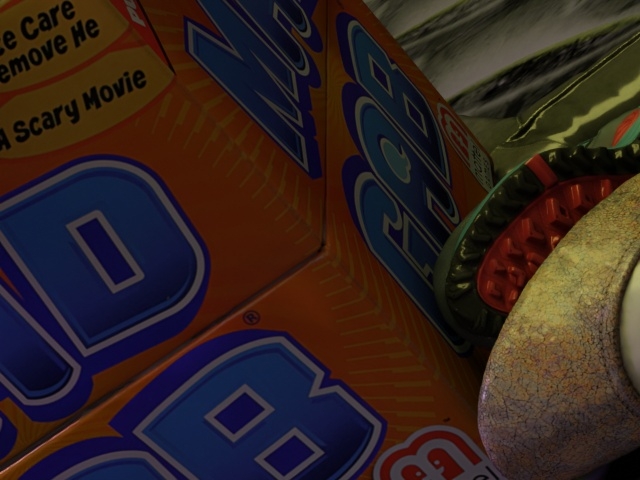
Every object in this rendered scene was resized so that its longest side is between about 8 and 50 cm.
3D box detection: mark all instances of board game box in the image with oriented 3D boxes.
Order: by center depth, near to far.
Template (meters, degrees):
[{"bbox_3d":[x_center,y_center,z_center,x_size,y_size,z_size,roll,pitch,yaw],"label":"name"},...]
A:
[{"bbox_3d":[-0.135,0.010,1.052,0.356,0.356,0.356,-34,24,18],"label":"board game box"}]

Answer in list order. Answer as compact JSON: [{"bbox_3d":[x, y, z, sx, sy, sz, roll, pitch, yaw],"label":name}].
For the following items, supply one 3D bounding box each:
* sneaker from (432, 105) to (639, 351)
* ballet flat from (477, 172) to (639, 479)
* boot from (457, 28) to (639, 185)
[{"bbox_3d":[0.135,0.005,1.011,0.262,0.104,0.125,-28,-5,-46],"label":"sneaker"},{"bbox_3d":[0.201,-0.003,0.882,0.316,0.107,0.106,-45,22,-17],"label":"ballet flat"},{"bbox_3d":[0.179,-0.098,1.269,0.208,0.076,0.190,-45,29,3],"label":"boot"}]
